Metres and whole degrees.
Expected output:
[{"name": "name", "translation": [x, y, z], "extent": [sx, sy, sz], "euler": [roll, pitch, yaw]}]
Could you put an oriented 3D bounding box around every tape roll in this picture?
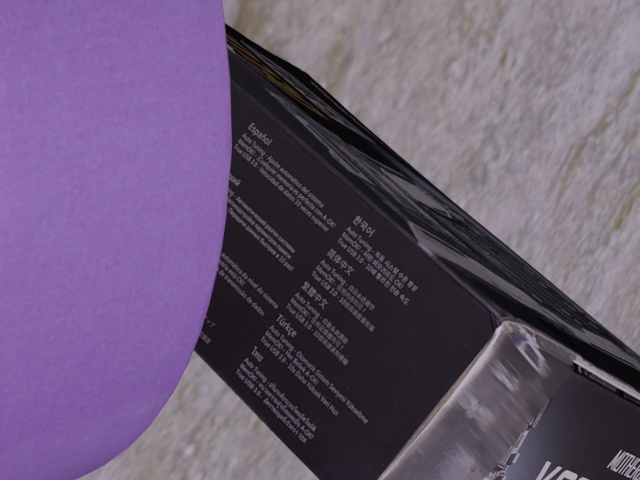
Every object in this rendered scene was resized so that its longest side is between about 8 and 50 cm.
[{"name": "tape roll", "translation": [-0.145, -0.052, 0.508], "extent": [0.090, 0.275, 0.275], "euler": [-16, 129, -40]}]

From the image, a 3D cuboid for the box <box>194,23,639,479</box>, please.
[{"name": "box", "translation": [0.000, 0.000, 0.686], "extent": [0.076, 0.307, 0.242], "euler": [-52, 144, 6]}]
